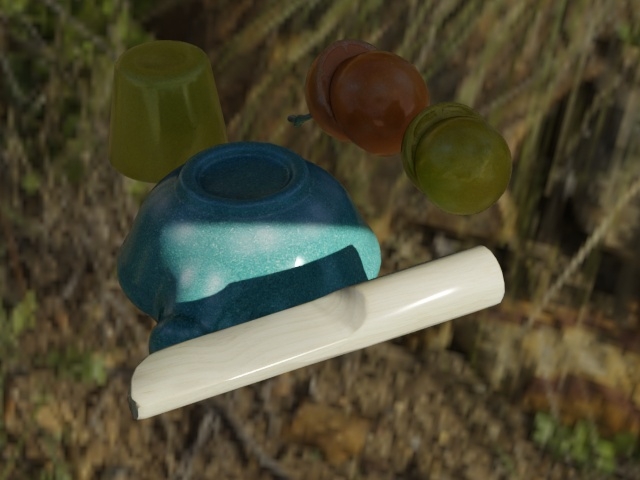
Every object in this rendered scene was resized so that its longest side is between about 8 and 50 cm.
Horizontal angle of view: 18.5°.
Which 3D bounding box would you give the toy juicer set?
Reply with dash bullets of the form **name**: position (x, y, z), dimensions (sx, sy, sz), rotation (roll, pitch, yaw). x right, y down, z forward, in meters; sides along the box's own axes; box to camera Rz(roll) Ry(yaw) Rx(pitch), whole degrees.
- **toy juicer set**: position (0.000, 0.000, 0.998), dimensions (0.209, 0.089, 0.329), rotation (-5, 32, -5)
